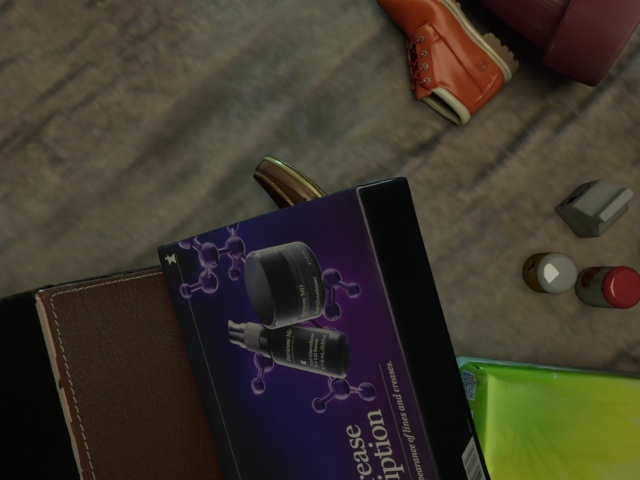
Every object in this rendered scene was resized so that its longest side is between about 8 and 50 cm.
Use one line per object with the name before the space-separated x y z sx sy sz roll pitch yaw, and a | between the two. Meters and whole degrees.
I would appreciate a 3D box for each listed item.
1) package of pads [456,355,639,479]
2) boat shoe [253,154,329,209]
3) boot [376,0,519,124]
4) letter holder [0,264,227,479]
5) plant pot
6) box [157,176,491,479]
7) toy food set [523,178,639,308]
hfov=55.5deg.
package of pads | 0.254 0.233 0.541 0.296 0.101 0.229 6 85 -5
boat shoe | 0.000 0.000 0.545 0.060 0.064 0.178 -44 94 -8
boot | 0.101 -0.180 0.569 0.158 0.059 0.085 40 89 -4
letter holder | -0.155 0.181 0.493 0.151 0.214 0.302 -15 89 26
plant pot | 0.208 -0.262 0.525 0.180 0.201 0.201 31 84 12
box | 0.003 0.103 0.474 0.184 0.103 0.262 -15 92 30
toy food set | 0.305 -0.020 0.555 0.232 0.104 0.111 -41 91 -6
